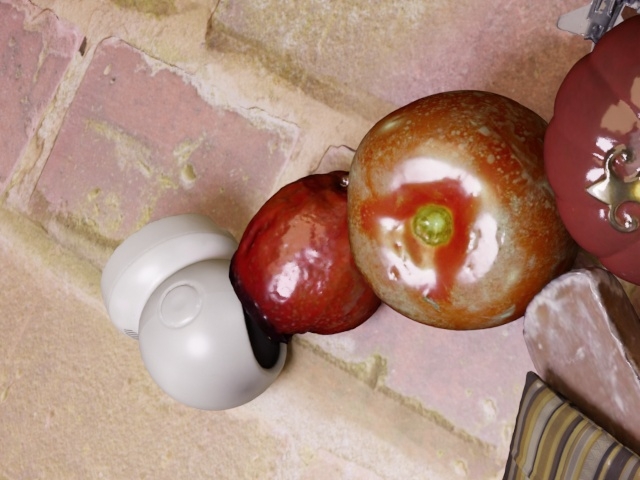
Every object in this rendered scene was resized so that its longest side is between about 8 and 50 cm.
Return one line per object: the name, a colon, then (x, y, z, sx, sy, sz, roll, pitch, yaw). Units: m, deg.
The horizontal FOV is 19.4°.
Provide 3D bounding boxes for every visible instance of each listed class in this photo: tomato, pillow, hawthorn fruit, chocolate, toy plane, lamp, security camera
tomato: (0.166, -0.037, 2.079, 0.270, 0.222, 0.270, 10, 110, 30)
pillow: (0.267, 0.273, 1.969, 0.212, 0.052, 0.208, 40, 134, 42)
hawthorn fruit: (0.000, 0.000, 2.224, 0.189, 0.189, 0.251, 37, 109, 40)
chocolate: (0.317, 0.150, 1.960, 0.254, 0.080, 0.157, 64, 149, 14)
toy plane: (0.344, -0.314, 2.119, 0.160, 0.082, 0.234, 22, 91, 14)
lamp: (0.378, -0.091, 1.890, 0.303, 0.303, 0.257, -44, 13, 20)
security camera: (-0.148, 0.104, 2.309, 0.194, 0.194, 0.236, -48, 49, 17)

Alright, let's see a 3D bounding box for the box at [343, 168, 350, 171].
box: (0.078, -0.043, 2.287, 0.149, 0.020, 0.073, 12, 83, 41)
